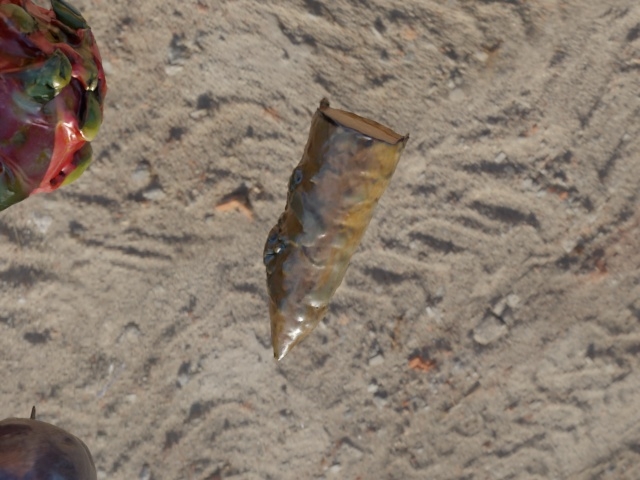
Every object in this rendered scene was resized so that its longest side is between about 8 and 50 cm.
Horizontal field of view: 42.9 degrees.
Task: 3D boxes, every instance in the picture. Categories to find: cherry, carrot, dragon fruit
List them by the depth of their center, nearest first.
[{"bbox_3d":[-0.273,0.237,0.725,0.140,0.176,0.176,8,117,-11],"label":"cherry"},{"bbox_3d":[-0.356,-0.134,0.783,0.303,0.231,0.237,-11,105,3],"label":"dragon fruit"},{"bbox_3d":[0.000,0.000,0.798,0.102,0.102,0.263,13,104,-23],"label":"carrot"}]
